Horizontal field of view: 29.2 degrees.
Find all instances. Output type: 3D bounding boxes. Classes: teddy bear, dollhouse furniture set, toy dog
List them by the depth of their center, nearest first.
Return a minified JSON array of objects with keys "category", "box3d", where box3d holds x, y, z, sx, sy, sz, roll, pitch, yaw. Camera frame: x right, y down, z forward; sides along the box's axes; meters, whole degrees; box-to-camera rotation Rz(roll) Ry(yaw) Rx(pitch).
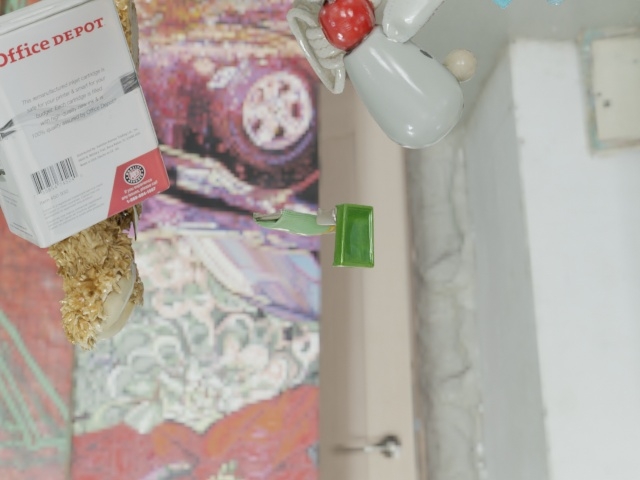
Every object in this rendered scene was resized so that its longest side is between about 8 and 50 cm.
[{"category":"toy dog","box3d":[0.033,-0.251,0.943,0.161,0.220,0.334,-35,126,-3]},{"category":"teddy bear","box3d":[-0.218,-0.064,1.107,0.113,0.338,0.245,-2,-174,-5]},{"category":"dollhouse furniture set","box3d":[0.000,0.000,1.185,0.076,0.059,0.151,6,174,-31]}]

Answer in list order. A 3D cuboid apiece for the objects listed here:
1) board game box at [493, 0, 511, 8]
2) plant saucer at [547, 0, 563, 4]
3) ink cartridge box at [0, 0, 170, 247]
[{"category":"board game box","box3d":[0.095,-0.403,1.238,0.253,0.336,0.079,32,118,-24]},{"category":"plant saucer","box3d":[0.076,-0.204,0.570,0.067,0.192,0.018,-40,174,30]},{"category":"ink cartridge box","box3d":[-0.165,-0.079,0.775,0.099,0.135,0.056,-28,-152,-29]}]
